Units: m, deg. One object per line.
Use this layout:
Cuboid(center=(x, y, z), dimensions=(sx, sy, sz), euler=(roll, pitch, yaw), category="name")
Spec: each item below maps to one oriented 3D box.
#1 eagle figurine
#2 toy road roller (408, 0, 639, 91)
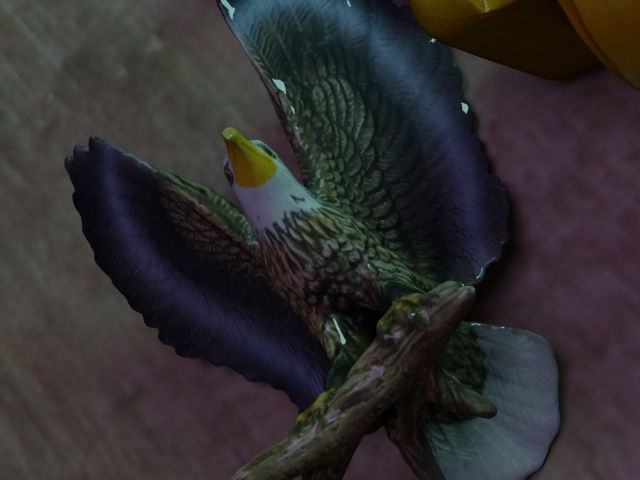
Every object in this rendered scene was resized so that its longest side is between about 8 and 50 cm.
Cuboid(center=(-0.005, 0.000, 0.994), dimensions=(0.298, 0.226, 0.225), euler=(-120, 27, -54), category="eagle figurine")
Cuboid(center=(0.156, -0.224, 0.936), dimensions=(0.240, 0.202, 0.329), euler=(-25, 67, 35), category="toy road roller")
